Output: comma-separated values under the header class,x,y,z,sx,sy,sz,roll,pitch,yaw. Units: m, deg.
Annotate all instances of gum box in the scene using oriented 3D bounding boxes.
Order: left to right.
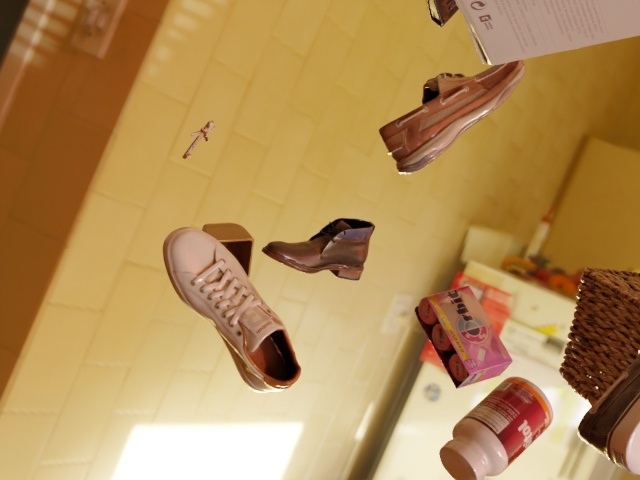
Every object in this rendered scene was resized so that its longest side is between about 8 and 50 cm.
class,x,y,z,sx,sy,sz,roll,pitch,yaw
gum box,0.271,0.179,1.868,0.107,0.062,0.188,-11,59,-29

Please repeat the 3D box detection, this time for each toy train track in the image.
class,x,y,z,sx,sy,sz,roll,pitch,yaw
toy train track,-0.175,-0.142,1.406,0.048,0.083,0.014,-26,75,-49

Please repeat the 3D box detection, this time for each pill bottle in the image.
class,x,y,z,sx,sy,sz,roll,pitch,yaw
pill bottle,0.229,0.253,1.275,0.086,0.152,0.086,36,-35,30

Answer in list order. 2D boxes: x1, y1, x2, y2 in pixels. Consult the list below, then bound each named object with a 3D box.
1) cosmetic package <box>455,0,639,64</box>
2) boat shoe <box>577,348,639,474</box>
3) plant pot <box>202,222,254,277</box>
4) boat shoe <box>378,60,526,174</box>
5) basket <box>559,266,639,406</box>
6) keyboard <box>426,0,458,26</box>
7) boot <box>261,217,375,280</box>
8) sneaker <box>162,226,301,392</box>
class,x,y,z,sx,sy,sz,roll,pitch,yaw
cosmetic package,0.350,-0.354,1.083,0.385,0.217,0.156,-5,-26,23
boat shoe,0.433,0.151,1.173,0.102,0.301,0.108,28,-23,55
plant pot,-0.164,0.011,1.632,0.082,0.081,0.083,-3,33,-21
boat shoe,0.239,-0.252,1.753,0.116,0.324,0.123,51,-20,-3
basket,0.580,0.195,1.679,0.214,0.223,0.299,7,12,-14
keyboard,0.269,-0.442,1.422,0.033,0.317,0.201,42,-4,26
boot,0.000,0.000,1.692,0.219,0.106,0.082,11,18,-41
sneaker,-0.118,0.096,1.435,0.290,0.106,0.123,55,-27,-10
